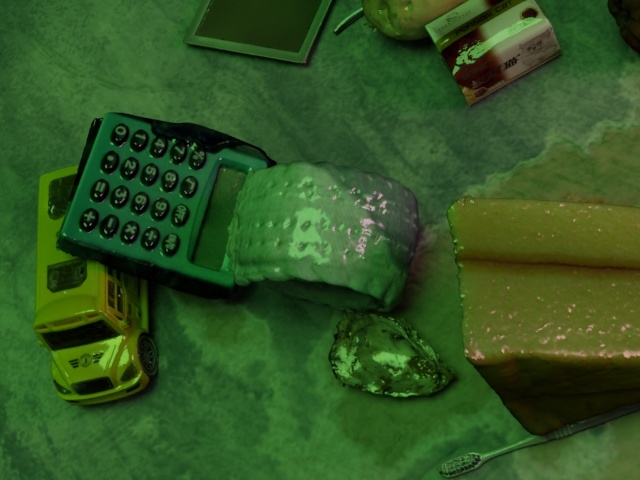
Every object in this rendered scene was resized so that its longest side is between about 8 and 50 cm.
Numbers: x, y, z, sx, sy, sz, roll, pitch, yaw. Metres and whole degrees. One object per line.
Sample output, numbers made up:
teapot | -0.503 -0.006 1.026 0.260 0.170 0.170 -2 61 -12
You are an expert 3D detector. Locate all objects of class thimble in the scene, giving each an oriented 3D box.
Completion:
thimble | 0.000 0.000 1.706 0.250 0.205 0.171 10 76 9

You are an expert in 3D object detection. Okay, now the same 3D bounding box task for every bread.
bread | 0.359 0.049 1.504 0.362 0.245 0.233 -17 52 18

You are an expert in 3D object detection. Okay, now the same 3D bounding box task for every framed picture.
framed picture | -0.065 -0.414 2.038 0.231 0.018 0.293 15 73 28

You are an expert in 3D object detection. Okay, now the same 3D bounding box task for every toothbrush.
toothbrush | 0.095 -0.372 1.952 0.193 0.013 0.019 -38 51 2
toothbrush | 0.306 0.221 1.573 0.354 0.029 0.024 -22 73 12

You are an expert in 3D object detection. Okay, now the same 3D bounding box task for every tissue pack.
tissue pack | 0.238 -0.278 1.796 0.149 0.099 0.106 -30 59 7

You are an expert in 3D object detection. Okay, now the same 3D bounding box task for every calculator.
calculator | -0.214 -0.059 1.818 0.274 0.058 0.248 18 57 -6

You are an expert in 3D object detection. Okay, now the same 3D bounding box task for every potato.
potato | 0.168 -0.371 1.847 0.235 0.128 0.161 -7 49 26

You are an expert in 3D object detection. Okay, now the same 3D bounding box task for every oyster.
oyster | 0.093 0.149 1.684 0.177 0.056 0.105 6 81 26

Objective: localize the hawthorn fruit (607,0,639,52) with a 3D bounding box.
hawthorn fruit | 0.481 -0.332 1.699 0.204 0.162 0.162 -23 58 -7

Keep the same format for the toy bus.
toy bus | -0.326 0.060 1.847 0.144 0.152 0.330 -13 62 16
